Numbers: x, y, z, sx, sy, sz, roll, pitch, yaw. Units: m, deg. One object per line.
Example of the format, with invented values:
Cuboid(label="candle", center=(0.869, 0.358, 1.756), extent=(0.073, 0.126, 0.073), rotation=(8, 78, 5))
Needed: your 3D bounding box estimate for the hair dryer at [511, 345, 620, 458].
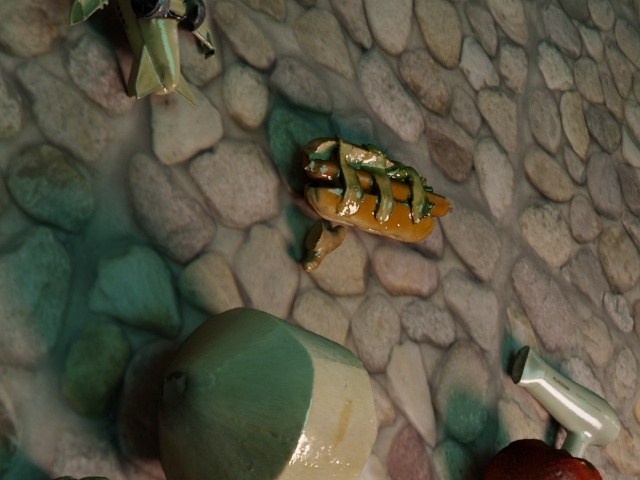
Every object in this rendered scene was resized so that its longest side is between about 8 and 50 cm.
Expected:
Cuboid(label="hair dryer", center=(0.329, 0.301, 1.569), extent=(0.206, 0.075, 0.237), rotation=(35, 61, -27))

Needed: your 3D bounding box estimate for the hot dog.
Cuboid(label="hot dog", center=(0.071, -0.061, 1.375), extent=(0.269, 0.072, 0.109), rotation=(14, 61, -44))

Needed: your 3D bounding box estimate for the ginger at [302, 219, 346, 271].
Cuboid(label="ginger", center=(-0.001, 0.000, 1.311), extent=(0.097, 0.030, 0.048), rotation=(-44, 139, -48))

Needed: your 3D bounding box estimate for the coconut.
Cuboid(label="coconut", center=(-0.063, 0.170, 1.062), extent=(0.222, 0.202, 0.202), rotation=(20, 63, -45))

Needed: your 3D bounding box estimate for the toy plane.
Cuboid(label="toy plane", center=(-0.188, -0.267, 1.146), extent=(0.242, 0.104, 0.256), rotation=(-4, 87, -63))

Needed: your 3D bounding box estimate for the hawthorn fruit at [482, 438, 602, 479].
Cuboid(label="hawthorn fruit", center=(0.283, 0.350, 1.429), extent=(0.173, 0.173, 0.179), rotation=(-2, 106, -48))

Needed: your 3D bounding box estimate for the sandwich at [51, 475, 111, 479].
Cuboid(label="sandwich", center=(-0.218, 0.357, 0.907), extent=(0.249, 0.095, 0.273), rotation=(59, 42, -17))
